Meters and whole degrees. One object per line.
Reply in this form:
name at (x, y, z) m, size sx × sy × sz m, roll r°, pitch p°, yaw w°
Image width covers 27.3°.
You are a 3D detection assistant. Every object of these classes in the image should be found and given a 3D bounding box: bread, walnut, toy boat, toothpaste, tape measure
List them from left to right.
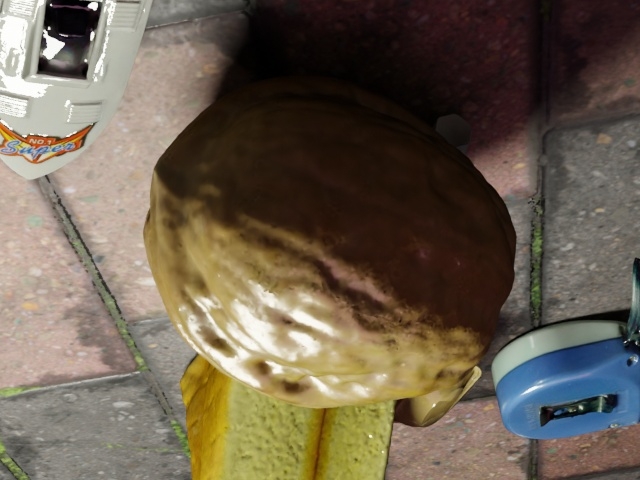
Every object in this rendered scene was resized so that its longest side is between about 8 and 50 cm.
toy boat at (-0.223, -0.142, 1.108) m, size 0.129 × 0.088 × 0.295 m, roll 5°, pitch 145°, yaw -19°
bread at (-0.022, 0.283, 1.572) m, size 0.233 × 0.362 × 0.245 m, roll 8°, pitch 147°, yaw -23°
walnut at (-0.002, 0.003, 1.203) m, size 0.343 × 0.306 × 0.306 m, roll 27°, pitch 136°, yaw -23°
toothpaste at (0.114, -0.061, 1.361) m, size 0.067 × 0.043 × 0.194 m, roll 1°, pitch 152°, yaw -11°
tape measure at (0.327, 0.152, 1.695) m, size 0.215 × 0.098 × 0.351 m, roll -12°, pitch 145°, yaw 5°

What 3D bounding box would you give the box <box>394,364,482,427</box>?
box at (0.131, 0.182, 1.686) m, size 0.111 × 0.111 × 0.177 m, roll 4°, pitch 146°, yaw -19°
